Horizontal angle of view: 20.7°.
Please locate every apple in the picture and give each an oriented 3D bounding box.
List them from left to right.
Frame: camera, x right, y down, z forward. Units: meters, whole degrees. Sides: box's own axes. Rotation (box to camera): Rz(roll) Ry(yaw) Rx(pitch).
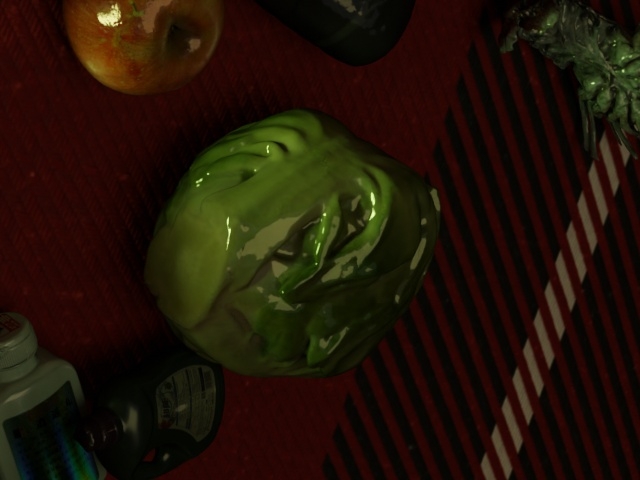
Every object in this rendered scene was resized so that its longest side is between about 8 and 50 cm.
[{"bbox_3d":[-0.177,-0.229,1.739,0.163,0.139,0.163,-28,136,-31],"label":"apple"}]

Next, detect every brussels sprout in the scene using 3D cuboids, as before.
[{"bbox_3d":[-0.021,0.009,1.891,0.328,0.247,0.328,-13,111,-35],"label":"brussels sprout"}]

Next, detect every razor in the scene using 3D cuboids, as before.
[{"bbox_3d":[-0.016,-0.337,1.820,0.349,0.113,0.204,35,86,-39],"label":"razor"}]

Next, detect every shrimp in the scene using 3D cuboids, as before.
[{"bbox_3d":[0.372,-0.205,2.154,0.410,0.166,0.221,33,122,-28],"label":"shrimp"}]

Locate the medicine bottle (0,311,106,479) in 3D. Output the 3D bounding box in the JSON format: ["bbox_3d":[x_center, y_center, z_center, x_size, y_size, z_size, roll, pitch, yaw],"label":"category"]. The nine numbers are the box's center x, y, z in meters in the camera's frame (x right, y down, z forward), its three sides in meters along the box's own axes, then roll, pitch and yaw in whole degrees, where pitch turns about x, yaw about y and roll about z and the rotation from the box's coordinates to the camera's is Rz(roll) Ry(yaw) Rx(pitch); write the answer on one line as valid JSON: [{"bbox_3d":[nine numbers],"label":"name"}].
[{"bbox_3d":[-0.309,0.185,1.855,0.121,0.083,0.229,-32,127,-30],"label":"medicine bottle"}]

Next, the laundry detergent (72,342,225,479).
[{"bbox_3d":[-0.191,0.198,1.903,0.222,0.078,0.144,-24,124,-57],"label":"laundry detergent"}]
